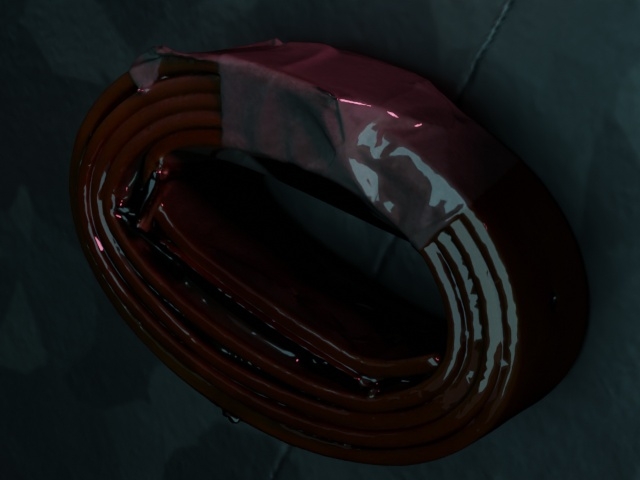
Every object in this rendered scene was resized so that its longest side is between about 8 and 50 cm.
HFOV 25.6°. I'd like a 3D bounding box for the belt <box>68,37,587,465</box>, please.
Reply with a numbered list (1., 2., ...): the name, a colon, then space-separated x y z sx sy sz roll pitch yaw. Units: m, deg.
1. belt: 0.000 0.000 0.694 0.261 0.105 0.184 35 117 24
